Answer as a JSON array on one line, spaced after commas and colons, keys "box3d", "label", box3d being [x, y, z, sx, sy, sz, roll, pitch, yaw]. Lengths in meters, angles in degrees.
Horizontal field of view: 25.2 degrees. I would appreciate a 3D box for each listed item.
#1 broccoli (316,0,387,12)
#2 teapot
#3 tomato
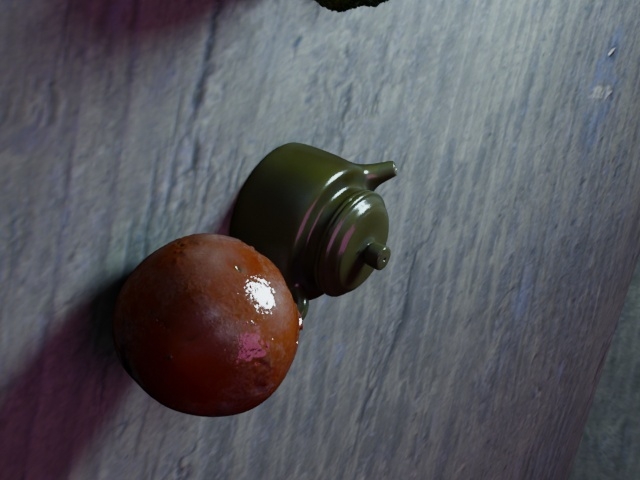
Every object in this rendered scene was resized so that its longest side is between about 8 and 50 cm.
[{"box3d": [0.079, -0.393, 1.494, 0.283, 0.321, 0.303, 54, 49, -26], "label": "broccoli"}, {"box3d": [0.000, 0.000, 1.767, 0.267, 0.175, 0.185, -57, 150, -14], "label": "teapot"}, {"box3d": [-0.129, 0.100, 1.583, 0.184, 0.208, 0.208, -38, 144, -34], "label": "tomato"}]
